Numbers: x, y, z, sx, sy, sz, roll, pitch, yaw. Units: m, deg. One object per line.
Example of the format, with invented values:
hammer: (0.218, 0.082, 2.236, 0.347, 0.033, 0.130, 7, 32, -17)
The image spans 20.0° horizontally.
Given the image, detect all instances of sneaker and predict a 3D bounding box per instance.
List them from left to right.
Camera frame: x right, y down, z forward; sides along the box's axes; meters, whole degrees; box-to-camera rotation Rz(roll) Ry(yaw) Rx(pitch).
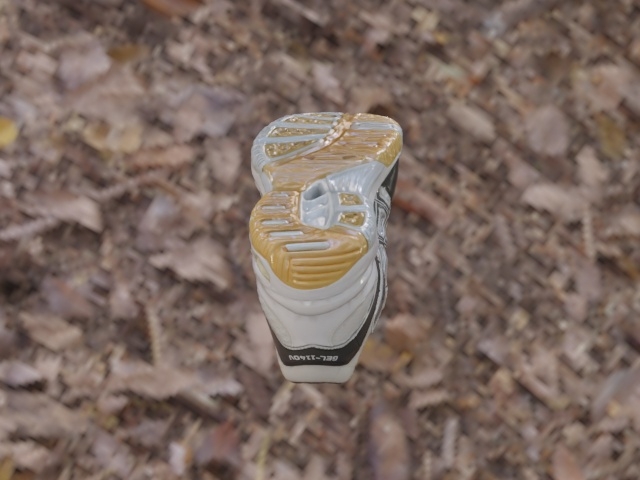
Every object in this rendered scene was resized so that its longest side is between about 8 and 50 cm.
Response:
sneaker: (0.000, 0.000, 0.378, 0.032, 0.037, 0.083, 1, 26, 9)
